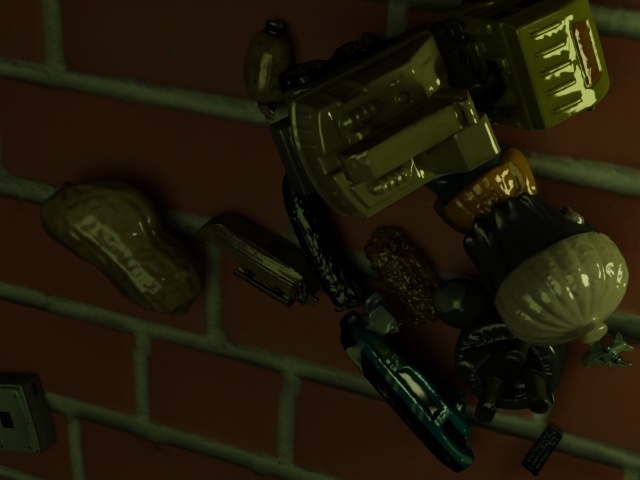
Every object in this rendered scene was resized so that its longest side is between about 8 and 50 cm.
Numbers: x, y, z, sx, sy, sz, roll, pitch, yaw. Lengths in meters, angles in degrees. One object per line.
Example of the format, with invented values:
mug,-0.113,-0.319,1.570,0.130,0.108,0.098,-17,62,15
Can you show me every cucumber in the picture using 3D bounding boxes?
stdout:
cucumber,-0.001,0.002,1.653,0.067,0.067,0.245,-23,101,31

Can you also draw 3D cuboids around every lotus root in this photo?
lotus root,-0.077,-0.243,1.583,0.072,0.063,0.151,6,111,11

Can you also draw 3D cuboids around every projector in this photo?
projector,-0.579,0.328,2.069,0.115,0.061,0.147,-1,111,27

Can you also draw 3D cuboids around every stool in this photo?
stool,0.248,0.163,1.565,0.228,0.139,0.153,27,122,6

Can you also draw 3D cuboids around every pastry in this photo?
pastry,0.126,0.057,1.622,0.169,0.063,0.087,49,125,-3

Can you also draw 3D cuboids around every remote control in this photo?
remote control,0.341,0.319,1.669,0.034,0.016,0.091,40,124,23

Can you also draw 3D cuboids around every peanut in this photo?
peanut,-0.311,-0.001,1.749,0.291,0.143,0.159,38,133,2

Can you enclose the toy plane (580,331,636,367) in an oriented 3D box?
toy plane,0.406,0.162,1.558,0.080,0.033,0.083,43,124,-16

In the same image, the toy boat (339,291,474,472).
toy boat,0.153,0.216,1.638,0.092,0.134,0.299,-39,105,9

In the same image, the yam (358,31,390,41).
yam,0.067,-0.203,1.505,0.107,0.107,0.183,37,130,6

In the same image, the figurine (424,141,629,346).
figurine,0.258,-0.005,1.451,0.332,0.204,0.185,44,125,2

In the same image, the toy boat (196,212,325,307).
toy boat,-0.094,0.035,1.711,0.226,0.068,0.088,30,127,9

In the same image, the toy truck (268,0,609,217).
toy truck,0.149,-0.173,1.311,0.405,0.254,0.180,-26,114,-13
